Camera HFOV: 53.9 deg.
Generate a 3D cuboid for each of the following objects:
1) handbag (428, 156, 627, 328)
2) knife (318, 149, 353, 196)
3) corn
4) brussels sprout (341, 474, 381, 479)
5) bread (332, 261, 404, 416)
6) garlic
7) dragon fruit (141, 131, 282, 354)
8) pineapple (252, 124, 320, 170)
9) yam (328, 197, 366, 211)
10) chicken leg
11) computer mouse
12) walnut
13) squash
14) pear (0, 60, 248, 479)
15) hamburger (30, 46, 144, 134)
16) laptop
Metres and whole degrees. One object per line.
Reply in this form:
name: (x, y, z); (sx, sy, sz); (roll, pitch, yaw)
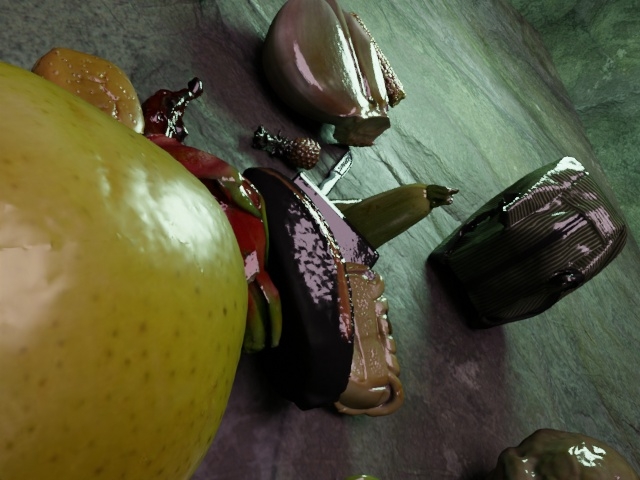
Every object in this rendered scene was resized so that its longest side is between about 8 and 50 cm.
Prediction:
handbag: (0.391, 0.018, 1.234); (0.240, 0.341, 0.247); (-23, 79, -37)
knife: (0.026, -0.118, 1.154); (0.028, 0.015, 0.210); (45, 36, -6)
corn: (0.114, -0.412, 1.441); (0.237, 0.079, 0.079); (52, 35, -7)
brussels sprout: (0.061, 0.363, 0.560); (0.281, 0.289, 0.354); (-70, 146, -49)
bread: (0.041, 0.137, 0.901); (0.134, 0.081, 0.225); (9, 62, -32)
garlic: (0.007, -0.331, 1.200); (0.279, 0.132, 0.325); (-16, 77, -54)
dragon fruit: (-0.155, 0.010, 0.708); (0.198, 0.200, 0.269); (-52, 133, -66)
pineapple: (-0.062, -0.155, 1.060); (0.124, 0.058, 0.058); (11, 53, -28)
yam: (0.069, -0.067, 1.152); (0.234, 0.029, 0.027); (-10, 59, -53)
chicken leg: (-0.211, -0.161, 0.878); (0.089, 0.048, 0.219); (30, 42, -37)
computer mouse: (-0.033, 0.052, 0.805); (0.116, 0.183, 0.323); (-10, 69, -28)
walnut: (0.362, 0.409, 0.928); (0.248, 0.248, 0.248); (30, 42, -32)
squash: (0.126, -0.042, 1.038); (0.094, 0.224, 0.094); (32, 46, -39)
pear: (-0.244, 0.062, 0.409); (0.418, 0.362, 0.362); (-31, 87, -50)
hamburger: (-0.286, -0.160, 0.759); (0.138, 0.083, 0.147); (2, 58, -45)
laptop: (0.000, 0.000, 0.983); (0.197, 0.016, 0.135); (46, 60, -13)
